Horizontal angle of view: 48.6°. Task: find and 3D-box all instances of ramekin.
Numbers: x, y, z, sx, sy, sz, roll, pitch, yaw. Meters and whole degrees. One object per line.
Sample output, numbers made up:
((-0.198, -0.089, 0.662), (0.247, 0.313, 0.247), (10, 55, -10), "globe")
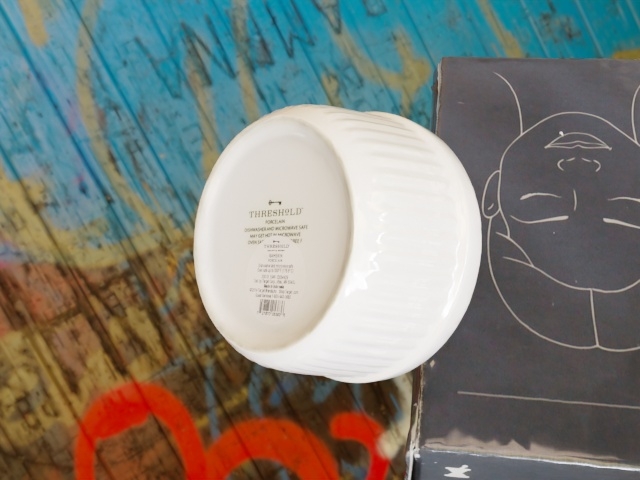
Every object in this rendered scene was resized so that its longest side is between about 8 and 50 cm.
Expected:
((0.000, 0.000, 0.514), (0.207, 0.207, 0.109), (-23, 159, 39), "ramekin")

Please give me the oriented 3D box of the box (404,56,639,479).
((0.343, 0.070, 0.750), (0.479, 0.297, 0.472), (4, -127, 9), "box")
